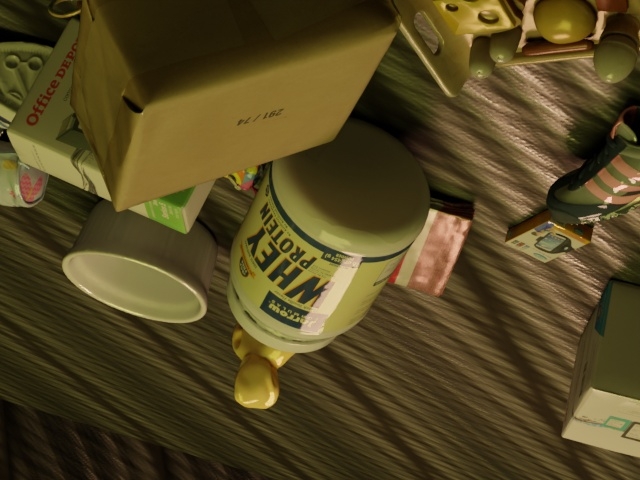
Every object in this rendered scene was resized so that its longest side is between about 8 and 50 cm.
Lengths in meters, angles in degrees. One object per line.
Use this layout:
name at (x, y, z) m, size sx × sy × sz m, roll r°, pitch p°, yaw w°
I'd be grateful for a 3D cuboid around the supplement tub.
supplement tub at (0.000, 0.000, 1.855) m, size 0.235 × 0.235 × 0.325 m, roll 21°, pitch 139°, yaw -8°

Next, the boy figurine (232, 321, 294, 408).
boy figurine at (-0.083, 0.171, 2.280) m, size 0.177 × 0.285 × 0.092 m, roll -6°, pitch 146°, yaw 34°

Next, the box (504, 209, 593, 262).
box at (0.350, -0.005, 1.951) m, size 0.081 × 0.028 × 0.136 m, roll 25°, pitch 152°, yaw -18°

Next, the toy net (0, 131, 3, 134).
toy net at (-0.639, -0.179, 2.098) m, size 0.232 × 0.122 × 0.045 m, roll 4°, pitch 159°, yaw 26°

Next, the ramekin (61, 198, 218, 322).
ramekin at (-0.324, 0.033, 2.320) m, size 0.277 × 0.135 × 0.277 m, roll 14°, pitch 155°, yaw 7°

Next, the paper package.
paper package at (-0.113, -0.201, 1.494) m, size 0.325 × 0.168 × 0.309 m, roll -20°, pitch 165°, yaw -21°

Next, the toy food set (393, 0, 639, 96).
toy food set at (0.243, -0.246, 1.447) m, size 0.306 × 0.092 × 0.220 m, roll -2°, pitch 149°, yaw 33°

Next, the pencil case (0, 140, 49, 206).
pencil case at (-0.611, -0.132, 2.189) m, size 0.273 × 0.113 × 0.124 m, roll 10°, pitch 132°, yaw 16°

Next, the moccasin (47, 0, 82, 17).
moccasin at (-0.241, -0.305, 1.525) m, size 0.139 × 0.147 × 0.380 m, roll 18°, pitch 161°, yaw 7°

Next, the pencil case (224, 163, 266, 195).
pencil case at (-0.187, -0.151, 1.894) m, size 0.236 × 0.104 × 0.104 m, roll 21°, pitch 155°, yaw -2°

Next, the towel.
towel at (0.067, -0.025, 2.028) m, size 0.329 × 0.037 × 0.237 m, roll 17°, pitch 144°, yaw 1°

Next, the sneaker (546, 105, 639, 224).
sneaker at (0.402, -0.115, 1.633) m, size 0.131 × 0.112 × 0.319 m, roll 47°, pitch 142°, yaw -19°

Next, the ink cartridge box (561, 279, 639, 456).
ink cartridge box at (0.537, 0.226, 2.106) m, size 0.197 × 0.198 × 0.270 m, roll 13°, pitch 156°, yaw 6°

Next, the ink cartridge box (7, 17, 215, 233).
ink cartridge box at (-0.269, -0.161, 1.761) m, size 0.273 × 0.198 × 0.115 m, roll 23°, pitch 163°, yaw 6°

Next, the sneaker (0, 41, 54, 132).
sneaker at (-0.478, -0.216, 1.946) m, size 0.323 × 0.130 × 0.236 m, roll 12°, pitch 167°, yaw -5°
